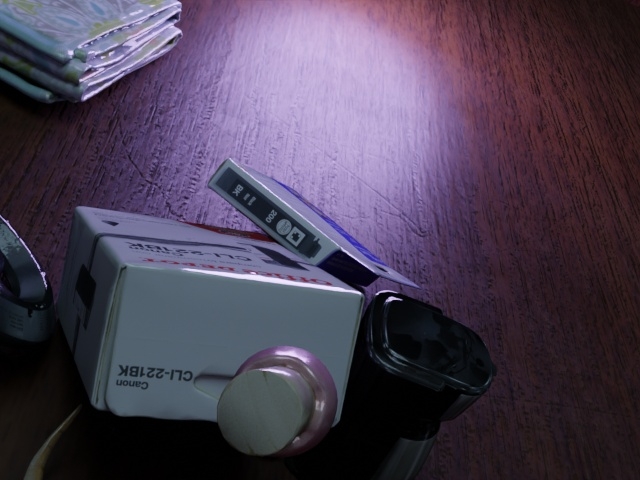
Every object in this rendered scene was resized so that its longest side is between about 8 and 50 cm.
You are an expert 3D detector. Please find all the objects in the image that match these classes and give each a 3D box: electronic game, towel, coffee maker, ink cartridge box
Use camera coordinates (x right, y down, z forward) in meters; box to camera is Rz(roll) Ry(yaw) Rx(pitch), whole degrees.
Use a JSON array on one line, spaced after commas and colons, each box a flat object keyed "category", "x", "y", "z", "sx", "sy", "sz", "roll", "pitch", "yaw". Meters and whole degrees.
[{"category": "electronic game", "x": -0.317, "y": 0.004, "z": 0.810, "sx": 0.229, "sy": 0.048, "sz": 0.229, "roll": 49, "pitch": 2, "yaw": -3}, {"category": "towel", "x": -0.402, "y": -0.324, "z": 1.238, "sx": 0.374, "sy": 0.090, "sz": 0.320, "roll": 29, "pitch": 32, "yaw": 5}, {"category": "coffee maker", "x": 0.043, "y": 0.144, "z": 0.834, "sx": 0.171, "sy": 0.178, "sz": 0.120, "roll": 6, "pitch": 39, "yaw": -26}, {"category": "ink cartridge box", "x": -0.109, "y": 0.057, "z": 0.803, "sx": 0.197, "sy": 0.114, "sz": 0.273, "roll": 9, "pitch": 8, "yaw": -23}, {"category": "ink cartridge box", "x": 0.000, "y": 0.000, "z": 1.026, "sx": 0.208, "sy": 0.045, "sz": 0.206, "roll": 37, "pitch": 5, "yaw": 20}]

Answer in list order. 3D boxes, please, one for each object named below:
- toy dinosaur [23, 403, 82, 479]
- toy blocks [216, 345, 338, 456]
[{"category": "toy dinosaur", "x": -0.212, "y": 0.227, "z": 0.687, "sx": 0.112, "sy": 0.064, "sz": 0.211, "roll": 12, "pitch": 44, "yaw": -48}, {"category": "toy blocks", "x": -0.081, "y": 0.250, "z": 0.553, "sx": 0.288, "sy": 0.260, "sz": 0.309, "roll": -21, "pitch": 82, "yaw": 1}]
